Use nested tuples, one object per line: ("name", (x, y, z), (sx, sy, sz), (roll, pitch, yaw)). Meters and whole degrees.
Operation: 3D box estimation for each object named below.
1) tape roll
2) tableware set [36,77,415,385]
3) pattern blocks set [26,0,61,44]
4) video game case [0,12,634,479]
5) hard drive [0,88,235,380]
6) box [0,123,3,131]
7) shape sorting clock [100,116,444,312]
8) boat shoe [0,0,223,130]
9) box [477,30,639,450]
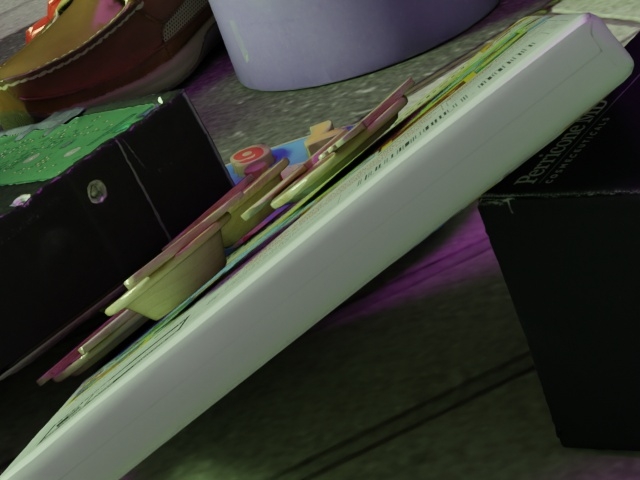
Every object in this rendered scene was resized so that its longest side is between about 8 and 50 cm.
("tape roll", (0.020, -0.174, 1.033), (0.189, 0.080, 0.189), (-18, 22, 8))
("tableware set", (-0.040, -0.002, 0.595), (0.141, 0.020, 0.168), (-42, 5, -31))
("pattern blocks set", (-0.097, -0.275, 1.230), (0.325, 0.026, 0.285), (-30, -13, -16))
("video game case", (0.000, 0.000, 0.546), (0.227, 0.026, 0.206), (-39, 4, 7))
("hard drive", (-0.225, 0.050, 0.688), (0.339, 0.064, 0.237), (-41, 23, -33))
("box", (-0.245, -0.046, 0.951), (0.101, 0.087, 0.102), (-21, 22, -1))
("shape sorting clock", (-0.024, -0.018, 0.753), (0.206, 0.040, 0.206), (-17, 22, 7))
("boat shoe", (-0.129, -0.181, 1.126), (0.122, 0.120, 0.324), (-1, 29, 40))
("box", (0.200, -0.040, 0.521), (0.184, 0.103, 0.261), (1, 31, 39))
